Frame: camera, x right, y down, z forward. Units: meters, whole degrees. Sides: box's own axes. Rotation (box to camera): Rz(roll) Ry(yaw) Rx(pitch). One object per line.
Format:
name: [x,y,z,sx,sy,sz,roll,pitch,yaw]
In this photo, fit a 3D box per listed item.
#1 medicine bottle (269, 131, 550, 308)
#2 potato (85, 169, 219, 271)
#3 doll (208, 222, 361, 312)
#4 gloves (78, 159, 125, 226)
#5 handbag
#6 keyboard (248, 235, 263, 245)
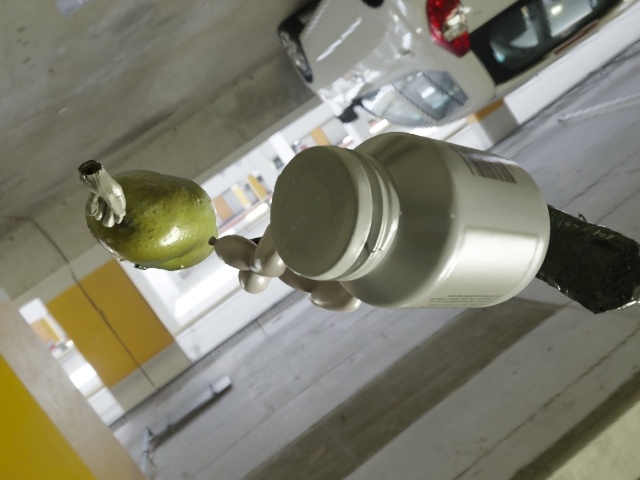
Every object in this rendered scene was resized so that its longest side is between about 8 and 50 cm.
medicine bottle: [0.071,-0.014,0.549,0.215,0.135,0.135,5,157,-42]
potato: [-0.237,-0.026,1.001,0.169,0.144,0.248,0,180,9]
doll: [-0.042,0.030,0.764,0.160,0.161,0.059,-26,-142,65]
gloves: [-0.213,-0.049,0.688,0.037,0.081,0.044,-28,-137,-33]
handbag: [0.310,0.005,0.845,0.175,0.270,0.089,1,115,-46]
keyboard: [0.000,0.001,0.931,0.072,0.023,0.231,-15,172,34]
